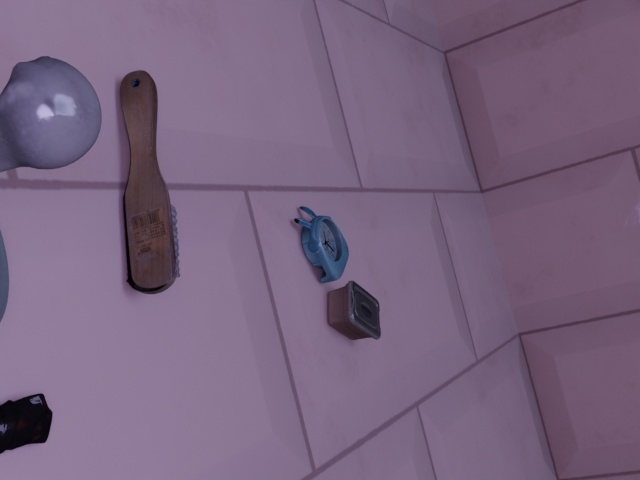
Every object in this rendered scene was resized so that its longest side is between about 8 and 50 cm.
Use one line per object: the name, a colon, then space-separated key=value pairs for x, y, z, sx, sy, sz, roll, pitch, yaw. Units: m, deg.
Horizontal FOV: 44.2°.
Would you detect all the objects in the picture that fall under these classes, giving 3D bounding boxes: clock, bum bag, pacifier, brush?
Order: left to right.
pacifier: x=-0.325 y=-0.083 z=0.716 sx=0.288 sy=0.269 sz=0.343 roll=-98 pitch=170 yaw=-79
bum bag: x=-0.324 y=0.191 z=0.803 sx=0.124 sy=0.034 sz=0.058 roll=-6 pitch=95 yaw=-62
brush: x=-0.236 y=-0.081 z=1.097 sx=0.065 sy=0.070 sz=0.328 roll=51 pitch=28 yaw=-71
clock: x=0.001 y=0.000 z=1.515 sx=0.147 sy=0.045 sz=0.108 roll=59 pitch=30 yaw=-25

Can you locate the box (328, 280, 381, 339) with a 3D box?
box: x=0.065 y=0.142 z=1.540 sx=0.122 sy=0.062 sz=0.089 roll=38 pitch=44 yaw=-48
